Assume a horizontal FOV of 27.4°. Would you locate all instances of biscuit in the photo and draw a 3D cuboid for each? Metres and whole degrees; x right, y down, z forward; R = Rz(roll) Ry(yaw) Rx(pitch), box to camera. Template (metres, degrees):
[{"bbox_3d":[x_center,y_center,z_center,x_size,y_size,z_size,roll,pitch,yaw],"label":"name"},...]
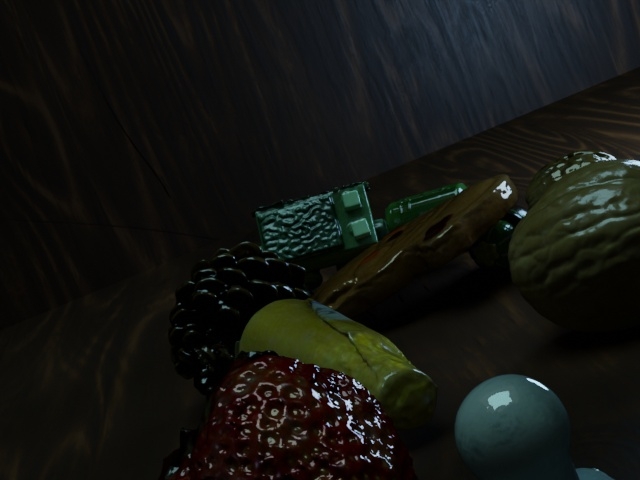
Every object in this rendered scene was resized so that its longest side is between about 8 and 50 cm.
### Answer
[{"bbox_3d":[0.144,0.021,2.257,0.455,0.078,0.350,-33,1,28],"label":"biscuit"}]

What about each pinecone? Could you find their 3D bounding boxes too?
[{"bbox_3d":[-0.135,0.138,2.083,0.243,0.243,0.257,-8,37,55],"label":"pinecone"}]

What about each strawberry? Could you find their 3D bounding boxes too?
[{"bbox_3d":[-0.014,0.251,1.263,0.238,0.250,0.288,13,8,-42],"label":"strawberry"}]

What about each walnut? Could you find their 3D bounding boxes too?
[{"bbox_3d":[0.438,-0.074,2.191,0.184,0.155,0.155,-23,9,23],"label":"walnut"},{"bbox_3d":[0.367,0.009,1.709,0.261,0.225,0.225,-22,9,29],"label":"walnut"}]

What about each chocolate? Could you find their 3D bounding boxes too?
[{"bbox_3d":[0.034,0.174,1.769,0.162,0.162,0.445,-26,13,-19],"label":"chocolate"}]

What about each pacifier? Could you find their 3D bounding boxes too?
[{"bbox_3d":[0.167,0.212,0.984,0.244,0.233,0.299,-33,13,-35],"label":"pacifier"}]

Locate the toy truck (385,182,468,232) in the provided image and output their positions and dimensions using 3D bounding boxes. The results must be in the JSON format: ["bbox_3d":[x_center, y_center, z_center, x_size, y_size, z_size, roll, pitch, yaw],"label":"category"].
[{"bbox_3d":[0.246,-0.042,2.486,0.242,0.125,0.101,-15,10,25],"label":"toy truck"}]

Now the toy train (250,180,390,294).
[{"bbox_3d":[0.000,0.000,2.530,0.271,0.159,0.188,-14,-21,3],"label":"toy train"}]

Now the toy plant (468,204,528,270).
[{"bbox_3d":[0.307,-0.003,2.243,0.093,0.093,0.162,-16,11,33],"label":"toy plant"}]
